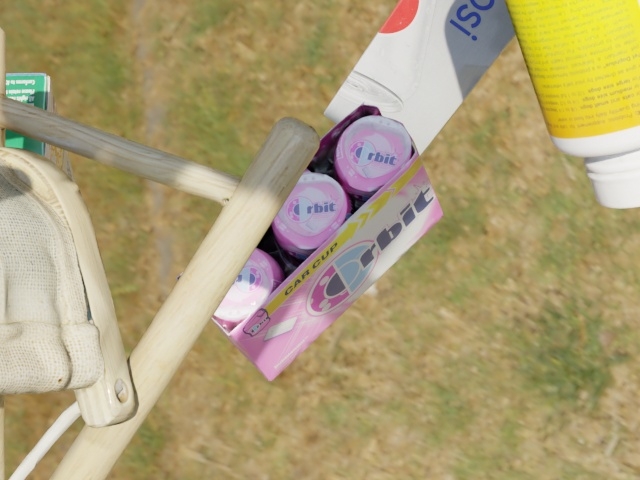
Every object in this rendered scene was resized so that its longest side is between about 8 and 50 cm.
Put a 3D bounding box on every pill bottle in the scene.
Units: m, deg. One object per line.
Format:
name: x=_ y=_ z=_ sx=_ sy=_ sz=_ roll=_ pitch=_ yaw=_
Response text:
pill bottle: x=0.187 y=-0.134 z=0.965 sx=0.117 sy=0.117 sz=0.215 roll=-9 pitch=109 yaw=37

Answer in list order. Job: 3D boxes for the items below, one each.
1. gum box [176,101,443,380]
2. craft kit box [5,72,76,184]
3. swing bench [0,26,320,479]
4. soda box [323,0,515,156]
gum box: x=0.000 y=0.000 z=1.051 sx=0.188 sy=0.107 sz=0.062 roll=-44 pitch=65 yaw=-7
craft kit box: x=-0.261 y=-0.011 z=0.833 sx=0.249 sy=0.247 sz=0.061 roll=-1 pitch=70 yaw=-2
swing bench: x=-0.155 y=0.053 z=0.477 sx=0.165 sy=0.253 sz=0.255 roll=19 pitch=97 yaw=25
soda box: x=0.116 y=-0.188 z=1.269 sx=0.091 sy=0.098 sz=0.286 roll=-52 pitch=0 yaw=-45
